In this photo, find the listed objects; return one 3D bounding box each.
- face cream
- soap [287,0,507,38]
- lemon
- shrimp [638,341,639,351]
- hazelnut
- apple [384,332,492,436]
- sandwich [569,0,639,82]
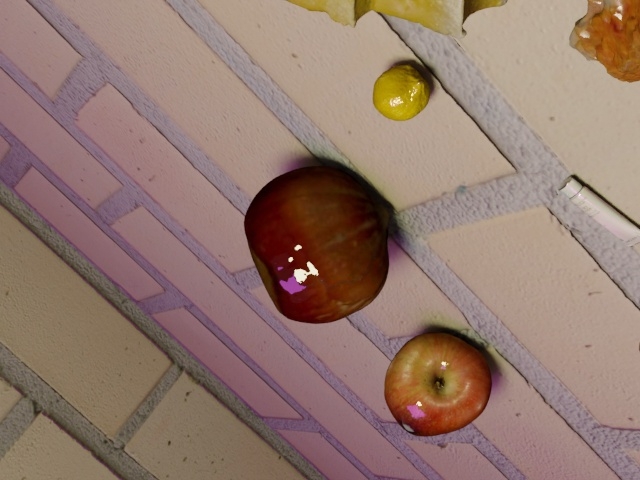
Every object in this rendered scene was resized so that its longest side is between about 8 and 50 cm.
[{"bbox_3d":[0.326,-0.032,1.040,0.115,0.020,0.038,37,154,-4],"label":"face cream"},{"bbox_3d":[0.046,-0.333,0.778,0.259,0.143,0.281,24,146,22],"label":"soap"},{"bbox_3d":[0.095,-0.173,1.055,0.065,0.065,0.092,46,156,-17],"label":"lemon"},{"bbox_3d":[0.538,0.194,1.092,0.317,0.077,0.168,28,163,30],"label":"shrimp"},{"bbox_3d":[0.000,0.000,1.325,0.229,0.229,0.229,30,153,17],"label":"hazelnut"},{"bbox_3d":[0.191,0.241,1.502,0.199,0.199,0.199,30,153,17],"label":"apple"},{"bbox_3d":[0.279,-0.208,0.646,0.250,0.162,0.301,42,152,1],"label":"sandwich"}]
